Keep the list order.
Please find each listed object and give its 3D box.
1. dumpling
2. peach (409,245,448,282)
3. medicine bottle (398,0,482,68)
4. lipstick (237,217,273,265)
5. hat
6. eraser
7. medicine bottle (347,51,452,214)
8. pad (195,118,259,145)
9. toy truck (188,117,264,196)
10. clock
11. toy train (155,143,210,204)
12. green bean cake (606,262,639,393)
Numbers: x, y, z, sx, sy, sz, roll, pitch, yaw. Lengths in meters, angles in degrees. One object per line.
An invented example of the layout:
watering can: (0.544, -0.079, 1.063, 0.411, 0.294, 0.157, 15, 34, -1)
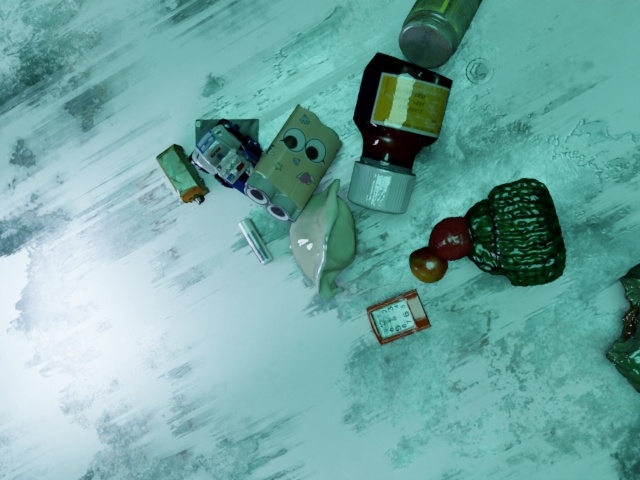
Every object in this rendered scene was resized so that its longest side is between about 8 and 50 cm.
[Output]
dumpling: (0.000, 0.000, 1.769, 0.187, 0.243, 0.318, 1, 102, 8)
peach: (0.289, 0.064, 1.803, 0.100, 0.101, 0.101, 0, 89, 8)
medicine bottle: (0.322, -0.598, 1.712, 0.151, 0.151, 0.322, 25, 61, 7)
lipstick: (-0.185, 0.004, 1.898, 0.040, 0.040, 0.141, -31, 86, 6)
hat: (0.451, -0.004, 1.730, 0.332, 0.242, 0.274, -10, 63, 16)
eraser: (-0.072, -0.204, 1.789, 0.171, 0.087, 0.290, 38, 64, -17)
medicine bottle: (0.188, -0.275, 1.766, 0.242, 0.242, 0.395, 18, 105, 8)
pad: (-0.272, -0.297, 1.933, 0.193, 0.004, 0.116, 1, 90, 7)
toy truck: (-0.237, -0.211, 1.824, 0.161, 0.213, 0.177, -47, 44, 9)
clock: (0.213, 0.212, 1.833, 0.155, 0.061, 0.113, -22, 86, 10)
toy train: (-0.391, -0.188, 1.899, 0.072, 0.099, 0.188, -33, 84, 5)
green bean cake: (0.869, 0.217, 1.690, 0.308, 0.169, 0.300, -40, 85, 7)
